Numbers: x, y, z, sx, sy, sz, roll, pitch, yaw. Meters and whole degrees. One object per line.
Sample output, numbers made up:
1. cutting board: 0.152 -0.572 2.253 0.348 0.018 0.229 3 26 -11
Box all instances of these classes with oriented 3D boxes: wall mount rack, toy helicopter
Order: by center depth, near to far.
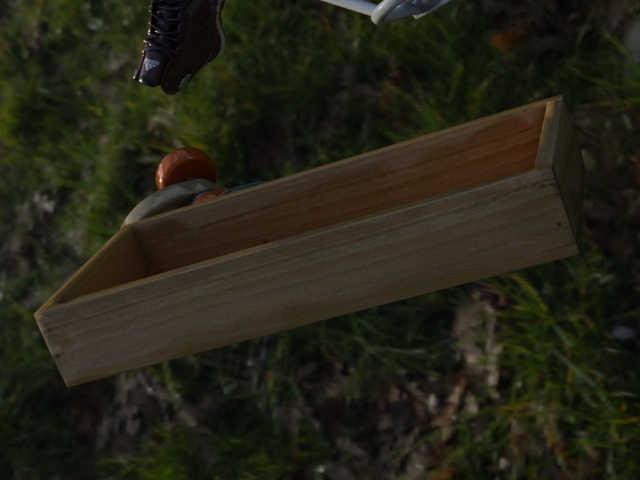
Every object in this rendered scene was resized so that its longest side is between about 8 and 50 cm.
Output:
1. wall mount rack: 0.123 -0.295 1.267 0.304 0.350 0.130 -26 90 47
2. toy helicopter: -0.146 0.047 1.789 0.235 0.355 0.140 -45 46 8

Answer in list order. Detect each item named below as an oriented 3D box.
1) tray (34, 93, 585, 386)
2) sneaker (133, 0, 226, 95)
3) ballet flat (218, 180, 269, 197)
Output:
1. tray: 0.000 0.000 1.017 0.411 0.203 0.076 -15 106 18
2. sneaker: -0.217 -0.307 1.864 0.106 0.281 0.162 25 66 18
3. ballet flat: -0.023 -0.005 1.359 0.106 0.316 0.107 -46 69 32
